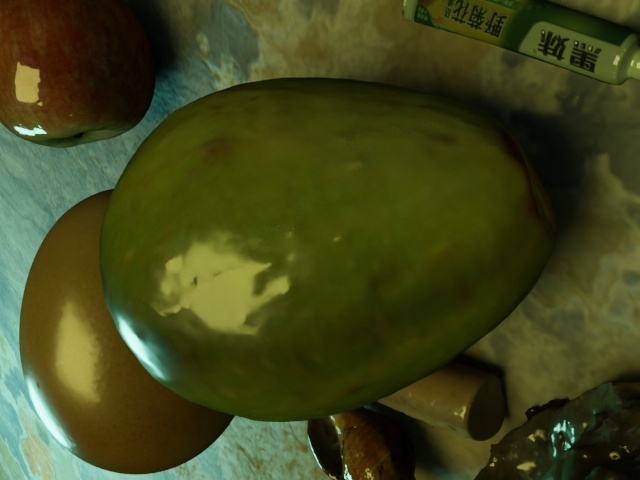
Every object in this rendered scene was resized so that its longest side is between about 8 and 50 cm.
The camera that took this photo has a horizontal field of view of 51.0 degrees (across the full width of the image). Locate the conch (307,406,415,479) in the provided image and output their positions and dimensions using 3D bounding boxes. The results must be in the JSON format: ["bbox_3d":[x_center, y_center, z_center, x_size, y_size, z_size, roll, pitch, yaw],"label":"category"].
[{"bbox_3d":[0.041,0.203,0.668,0.233,0.080,0.086,36,110,62],"label":"conch"}]

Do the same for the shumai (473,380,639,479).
[{"bbox_3d":[0.141,0.242,0.406,0.346,0.283,0.217,-40,75,47],"label":"shumai"}]

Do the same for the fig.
[{"bbox_3d":[0.000,0.000,0.486,0.326,0.258,0.258,-11,99,37],"label":"fig"}]

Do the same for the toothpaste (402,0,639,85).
[{"bbox_3d":[0.131,-0.141,0.437,0.204,0.031,0.049,36,131,36],"label":"toothpaste"}]

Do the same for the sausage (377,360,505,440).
[{"bbox_3d":[0.031,0.106,0.639,0.301,0.066,0.066,19,121,44],"label":"sausage"}]

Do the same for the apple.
[{"bbox_3d":[-0.283,-0.198,0.755,0.188,0.188,0.174,-14,92,50],"label":"apple"}]

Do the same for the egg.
[{"bbox_3d":[-0.203,0.101,0.752,0.250,0.250,0.322,8,110,46],"label":"egg"}]
